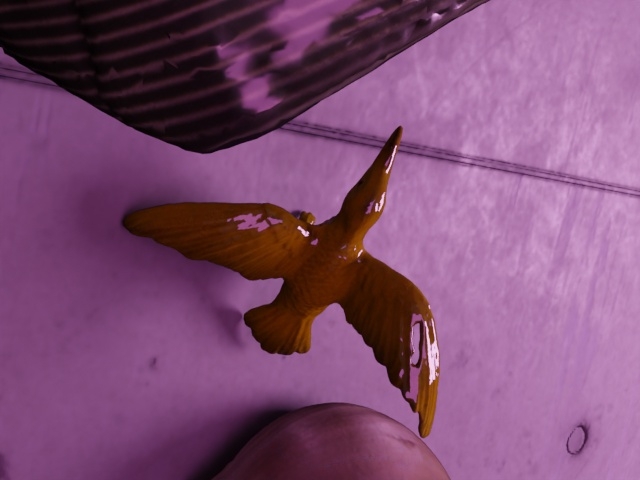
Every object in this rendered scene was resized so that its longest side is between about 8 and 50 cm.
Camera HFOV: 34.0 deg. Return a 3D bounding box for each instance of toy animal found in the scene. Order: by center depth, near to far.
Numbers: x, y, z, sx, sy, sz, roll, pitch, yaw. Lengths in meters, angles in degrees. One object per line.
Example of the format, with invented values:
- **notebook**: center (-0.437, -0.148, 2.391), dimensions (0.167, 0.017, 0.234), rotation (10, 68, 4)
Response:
- **toy animal**: center (0.000, 0.000, 0.634), dimensions (0.219, 0.095, 0.155), rotation (28, 84, -10)

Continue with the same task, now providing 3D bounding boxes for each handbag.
- **handbag**: center (-0.012, -0.219, 0.452), dimensions (0.340, 0.247, 0.240), rotation (-32, 120, -16)

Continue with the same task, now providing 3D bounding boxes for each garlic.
- **garlic**: center (0.034, 0.198, 0.723), dimensions (0.266, 0.148, 0.129), rotation (39, 42, -35)
